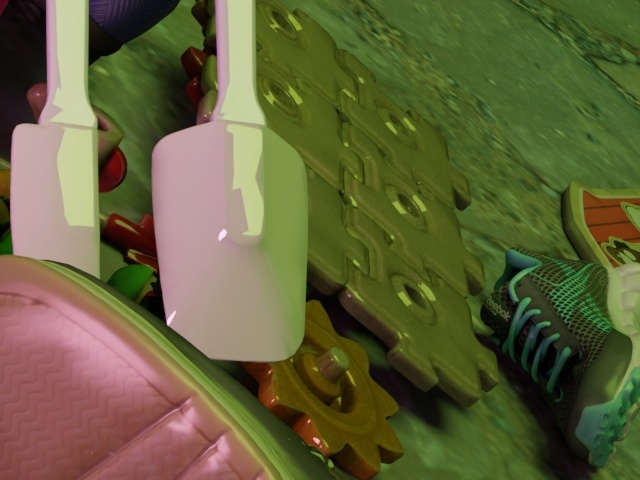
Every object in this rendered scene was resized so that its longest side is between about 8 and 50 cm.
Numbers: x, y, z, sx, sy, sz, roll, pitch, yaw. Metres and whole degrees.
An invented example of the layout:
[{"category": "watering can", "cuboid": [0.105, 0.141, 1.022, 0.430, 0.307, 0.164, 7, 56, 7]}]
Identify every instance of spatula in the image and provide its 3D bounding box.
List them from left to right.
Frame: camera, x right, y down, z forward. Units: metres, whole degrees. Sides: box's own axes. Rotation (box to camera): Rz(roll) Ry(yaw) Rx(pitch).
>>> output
[{"category": "spatula", "cuboid": [-0.083, -0.079, 0.678, 0.168, 0.019, 0.242, 6, 65, -17]}]

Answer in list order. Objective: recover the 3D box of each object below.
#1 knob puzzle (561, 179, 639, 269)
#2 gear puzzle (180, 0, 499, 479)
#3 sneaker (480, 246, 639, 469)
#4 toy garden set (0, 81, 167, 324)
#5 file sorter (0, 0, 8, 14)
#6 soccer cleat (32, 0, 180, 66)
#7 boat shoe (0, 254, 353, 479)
[{"category": "knob puzzle", "cuboid": [0.218, 0.024, 1.159, 0.213, 0.030, 0.213, 31, 22, -14]}, {"category": "gear puzzle", "cuboid": [0.000, 0.000, 0.855, 0.175, 0.044, 0.339, 40, 22, -21]}, {"category": "sneaker", "cuboid": [0.109, 0.049, 0.914, 0.076, 0.065, 0.166, 19, 19, -1]}, {"category": "toy garden set", "cuboid": [-0.134, -0.043, 0.718, 0.244, 0.049, 0.204, 36, 21, -3]}, {"category": "file sorter", "cuboid": [-0.246, -0.092, 0.445, 0.290, 0.202, 0.182, 14, 28, -45]}, {"category": "soccer cleat", "cuboid": [-0.095, -0.152, 0.856, 0.093, 0.121, 0.289, 42, 5, -21]}, {"category": "boat shoe", "cuboid": [-0.001, 0.118, 0.532, 0.285, 0.103, 0.092, 45, 17, 9]}]
